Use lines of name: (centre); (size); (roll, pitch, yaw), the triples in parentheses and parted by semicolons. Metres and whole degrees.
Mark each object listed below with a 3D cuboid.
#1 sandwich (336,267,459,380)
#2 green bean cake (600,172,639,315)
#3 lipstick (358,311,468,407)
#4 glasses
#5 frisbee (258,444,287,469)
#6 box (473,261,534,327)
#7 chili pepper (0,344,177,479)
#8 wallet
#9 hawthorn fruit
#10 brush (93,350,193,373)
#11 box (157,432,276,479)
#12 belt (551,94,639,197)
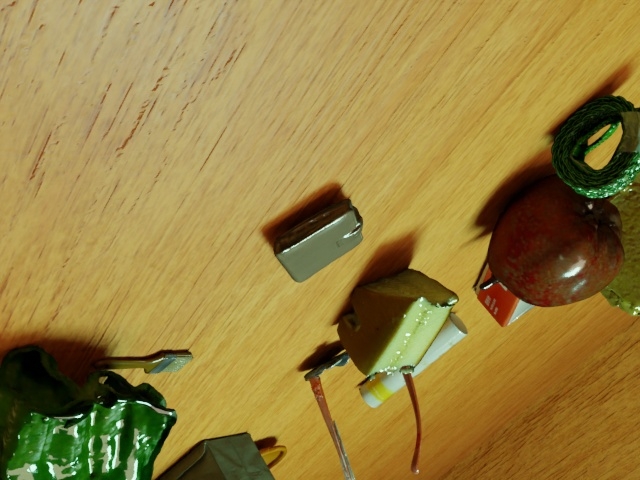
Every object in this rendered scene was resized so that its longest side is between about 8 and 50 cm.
sandwich: (0.123, 0.114, 1.406); (0.122, 0.128, 0.235); (-16, 151, -28)
green bean cake: (0.613, 0.009, 1.725); (0.224, 0.229, 0.131); (-45, 157, 16)
lipstick: (0.192, 0.249, 1.858); (0.264, 0.059, 0.059); (-42, 156, 22)
glasses: (0.105, 0.310, 1.607); (0.234, 0.268, 0.118); (-13, 169, -44)
frisbee: (-0.158, 0.473, 1.869); (0.192, 0.035, 0.192); (-27, 157, -13)
box: (0.377, 0.066, 1.687); (0.133, 0.099, 0.182); (-31, 156, -14)
chili pepper: (-0.299, 0.253, 1.083); (0.213, 0.167, 0.385); (-36, 151, -35)
wallet: (0.000, 0.000, 1.119); (0.118, 0.038, 0.152); (-30, 161, -3)
hawthorn fruit: (0.352, 0.013, 1.434); (0.208, 0.208, 0.248); (-7, 160, -47)
brush: (-0.231, 0.160, 1.165); (0.043, 0.014, 0.170); (-41, 155, 21)
box: (-0.216, 0.491, 1.679); (0.231, 0.149, 0.155); (-42, 157, 19)
belt: (0.408, -0.134, 1.288); (0.079, 0.121, 0.151); (13, 111, -56)
